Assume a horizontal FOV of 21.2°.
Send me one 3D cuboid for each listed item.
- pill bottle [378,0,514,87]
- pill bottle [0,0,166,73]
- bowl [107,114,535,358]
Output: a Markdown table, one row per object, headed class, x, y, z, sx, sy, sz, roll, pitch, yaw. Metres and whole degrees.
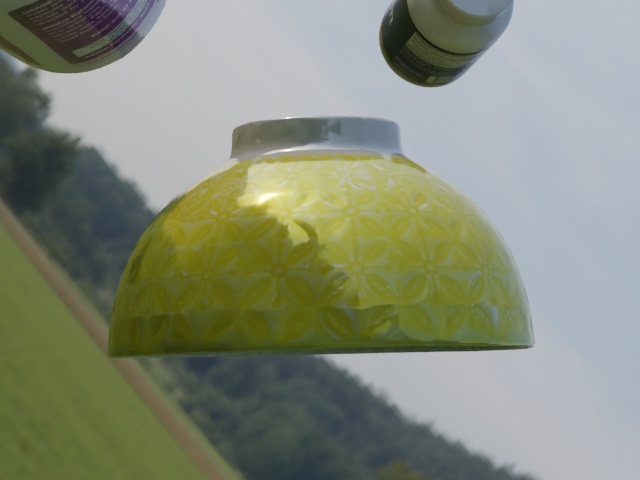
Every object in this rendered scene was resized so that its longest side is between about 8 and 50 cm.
| class | x | y | z | sx | sy | sz | roll | pitch | yaw |
| --- | --- | --- | --- | --- | --- | --- | --- | --- | --- |
| pill bottle | 0.114 | -0.200 | 1.497 | 0.094 | 0.094 | 0.169 | 51 | -17 | 2 |
| pill bottle | -0.223 | -0.233 | 1.251 | 0.169 | 0.169 | 0.301 | 50 | 2 | 11 |
| bowl | 0.000 | 0.000 | 1.156 | 0.289 | 0.289 | 0.156 | 143 | -54 | -82 |
